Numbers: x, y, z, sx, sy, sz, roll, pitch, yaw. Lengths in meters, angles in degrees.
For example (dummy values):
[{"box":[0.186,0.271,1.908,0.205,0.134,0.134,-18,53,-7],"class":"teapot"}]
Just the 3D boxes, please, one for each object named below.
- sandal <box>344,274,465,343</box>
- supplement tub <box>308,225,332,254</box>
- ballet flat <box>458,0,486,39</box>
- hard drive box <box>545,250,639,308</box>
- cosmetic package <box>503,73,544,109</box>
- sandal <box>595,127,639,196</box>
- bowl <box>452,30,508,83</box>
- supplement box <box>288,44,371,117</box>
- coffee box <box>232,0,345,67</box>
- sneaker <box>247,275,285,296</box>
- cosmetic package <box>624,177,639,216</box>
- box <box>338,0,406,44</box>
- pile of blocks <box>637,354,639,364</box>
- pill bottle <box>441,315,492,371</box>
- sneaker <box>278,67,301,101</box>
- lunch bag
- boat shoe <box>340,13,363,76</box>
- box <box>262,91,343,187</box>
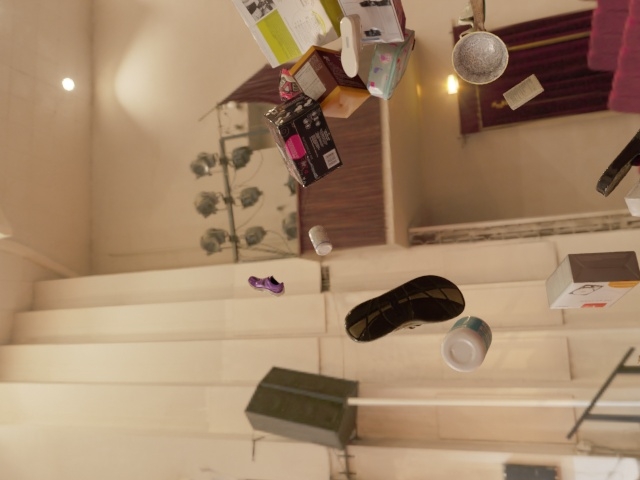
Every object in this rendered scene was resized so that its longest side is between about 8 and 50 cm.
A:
[{"box":[0.199,0.166,1.403,0.086,0.303,0.120,92,162,-71],"class":"sandal"},{"box":[0.000,0.000,2.380,0.071,0.071,0.107,53,-170,-52],"class":"supplement tub"},{"box":[0.596,-0.832,2.261,0.107,0.106,0.315,22,-118,-84],"class":"ballet flat"},{"box":[0.765,0.116,1.645,0.232,0.181,0.089,76,-168,-66],"class":"hard drive box"},{"box":[0.675,-0.493,1.928,0.041,0.115,0.060,-1,-116,-61],"class":"cosmetic package"},{"box":[1.084,-0.309,1.899,0.445,0.107,0.167,-51,-29,1],"class":"sandal"},{"box":[0.505,-0.586,1.819,0.080,0.170,0.170,-61,-40,-44],"class":"bowl"},{"box":[0.034,-0.538,1.977,0.191,0.129,0.194,-12,-112,-53],"class":"supplement box"},{"box":[-0.062,-0.882,2.073,0.338,0.334,0.337,58,-135,-24],"class":"coffee box"},{"box":[-0.210,0.165,2.289,0.068,0.170,0.071,-30,-51,-57],"class":"sneaker"},{"box":[1.052,-0.130,1.730,0.117,0.231,0.085,-47,-63,-17],"class":"cosmetic package"},{"box":[0.160,-0.731,1.807,0.290,0.169,0.087,41,-127,-68],"class":"box"},{"box":[0.943,0.292,1.441,0.362,0.149,0.112,18,-98,-21],"class":"pile of blocks"},{"box":[0.517,0.349,2.023,0.264,0.146,0.146,-20,-76,-65],"class":"pill bottle"},{"box":[-0.120,-0.612,2.363,0.299,0.121,0.112,-10,-62,-84],"class":"sneaker"},{"box":[0.261,-0.654,2.140,0.279,0.108,0.224,-58,-18,-48],"class":"lunch bag"},{"box":[0.100,-0.589,1.751,0.063,0.066,0.184,-33,-51,-30],"class":"boat shoe"},{"box":[-0.055,-0.331,1.907,0.142,0.163,0.247,46,166,50],"class":"box"}]
